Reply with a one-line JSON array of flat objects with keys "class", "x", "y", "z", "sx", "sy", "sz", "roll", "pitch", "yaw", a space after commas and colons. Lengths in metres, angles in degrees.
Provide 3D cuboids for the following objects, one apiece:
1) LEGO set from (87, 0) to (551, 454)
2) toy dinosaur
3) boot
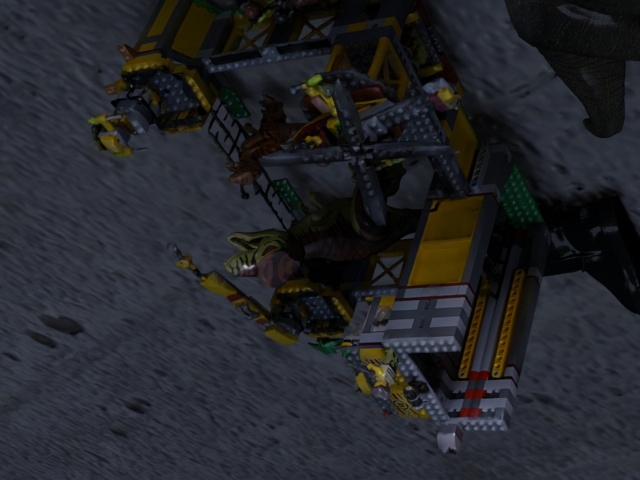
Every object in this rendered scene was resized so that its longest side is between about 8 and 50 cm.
[{"class": "LEGO set", "x": 0.000, "y": 0.000, "z": 0.789, "sx": 0.255, "sy": 0.192, "sz": 0.331, "roll": 1, "pitch": 139, "yaw": 24}, {"class": "toy dinosaur", "x": 0.159, "y": -0.142, "z": 0.639, "sx": 0.160, "sy": 0.121, "sz": 0.313, "roll": 12, "pitch": 172, "yaw": -2}, {"class": "boot", "x": 0.183, "y": 0.015, "z": 0.920, "sx": 0.099, "sy": 0.045, "sz": 0.121, "roll": -10, "pitch": 134, "yaw": 28}]
